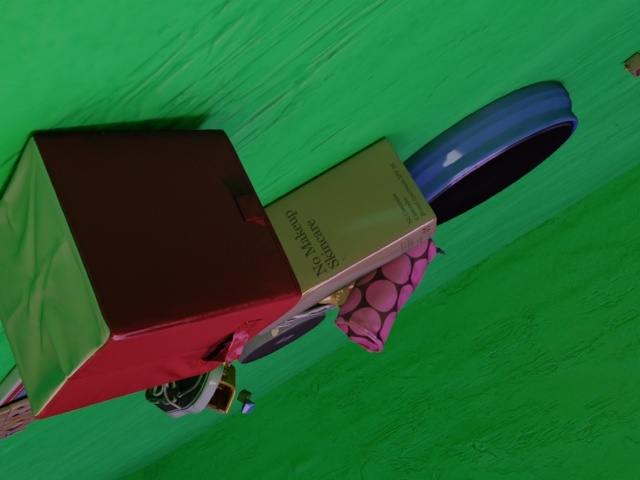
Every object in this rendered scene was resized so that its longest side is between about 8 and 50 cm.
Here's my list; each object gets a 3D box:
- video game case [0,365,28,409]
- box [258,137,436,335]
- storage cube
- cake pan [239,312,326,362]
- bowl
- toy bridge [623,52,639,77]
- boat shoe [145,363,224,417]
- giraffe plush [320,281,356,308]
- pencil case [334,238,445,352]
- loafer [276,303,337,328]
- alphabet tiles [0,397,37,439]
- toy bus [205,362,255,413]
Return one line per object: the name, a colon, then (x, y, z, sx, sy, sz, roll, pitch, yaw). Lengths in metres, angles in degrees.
video game case: (-0.386, 0.195, 1.269, 0.285, 0.025, 0.204, -16, 162, -48)
box: (0.000, 0.000, 1.111, 0.311, 0.148, 0.121, -31, 167, 0)
storage cube: (-0.169, 0.026, 0.694, 0.193, 0.214, 0.184, -9, 157, -44)
cake pan: (-0.107, 0.236, 1.985, 0.293, 0.054, 0.293, -29, 167, -7)
bowl: (0.286, -0.136, 1.376, 0.391, 0.077, 0.391, -29, 167, -7)
toy bridge: (0.630, -0.340, 1.466, 0.188, 0.026, 0.063, -19, 164, -39)
boat shoe: (-0.321, 0.329, 1.747, 0.306, 0.105, 0.113, -30, -145, 57)
giraffe plush: (0.032, 0.018, 1.272, 0.181, 0.210, 0.170, 11, 105, -53)
pencil case: (0.105, 0.075, 1.184, 0.209, 0.095, 0.098, -54, 149, -25)
loafer: (0.008, 0.095, 1.569, 0.320, 0.112, 0.111, -27, 175, -10)
alphabet tiles: (-0.587, 0.337, 1.336, 0.285, 0.011, 0.342, -20, 168, -32)
toy bus: (-0.265, 0.352, 1.951, 0.191, 0.202, 0.104, 3, 115, -56)
